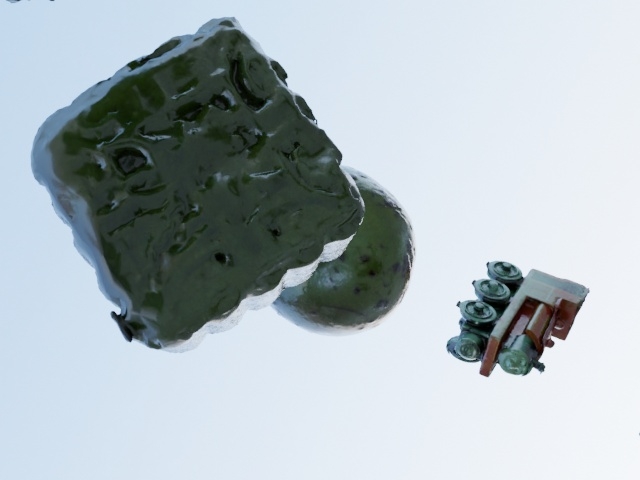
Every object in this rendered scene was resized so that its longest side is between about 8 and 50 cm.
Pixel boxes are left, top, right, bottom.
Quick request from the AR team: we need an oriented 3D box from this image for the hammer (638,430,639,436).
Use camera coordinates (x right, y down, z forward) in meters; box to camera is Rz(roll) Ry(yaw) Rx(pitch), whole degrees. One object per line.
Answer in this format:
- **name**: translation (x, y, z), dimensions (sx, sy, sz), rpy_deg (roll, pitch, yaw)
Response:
- **hammer**: translation (0.555, 0.203, 1.156), dimensions (0.288, 0.111, 0.033), rpy_deg (-49, -15, 24)

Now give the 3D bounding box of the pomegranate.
- **pomegranate**: translation (-0.011, -0.007, 1.191), dimensions (0.306, 0.242, 0.242), rpy_deg (38, -114, -45)

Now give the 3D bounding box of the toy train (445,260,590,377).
- **toy train**: translation (0.211, 0.087, 0.966), dimensions (0.176, 0.118, 0.074), rpy_deg (-42, -32, -54)

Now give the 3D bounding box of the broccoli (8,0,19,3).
- **broccoli**: translation (-0.255, -0.362, 0.678), dimensions (0.353, 0.274, 0.397), rpy_deg (97, -179, -56)

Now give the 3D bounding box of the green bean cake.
- **green bean cake**: translation (-0.114, -0.048, 0.842), dimensions (0.246, 0.156, 0.250), rpy_deg (-31, -98, -8)
